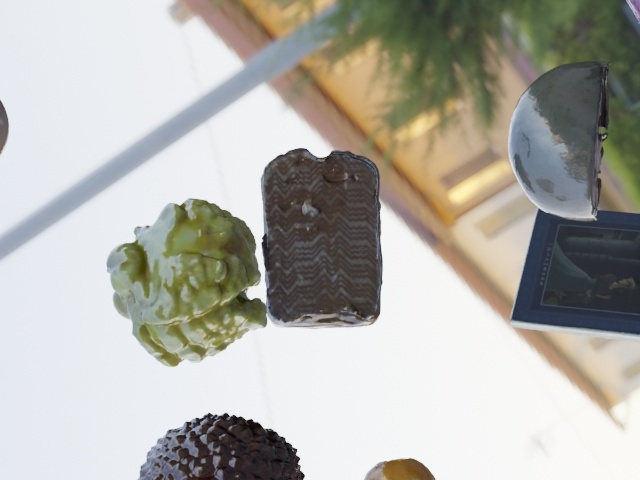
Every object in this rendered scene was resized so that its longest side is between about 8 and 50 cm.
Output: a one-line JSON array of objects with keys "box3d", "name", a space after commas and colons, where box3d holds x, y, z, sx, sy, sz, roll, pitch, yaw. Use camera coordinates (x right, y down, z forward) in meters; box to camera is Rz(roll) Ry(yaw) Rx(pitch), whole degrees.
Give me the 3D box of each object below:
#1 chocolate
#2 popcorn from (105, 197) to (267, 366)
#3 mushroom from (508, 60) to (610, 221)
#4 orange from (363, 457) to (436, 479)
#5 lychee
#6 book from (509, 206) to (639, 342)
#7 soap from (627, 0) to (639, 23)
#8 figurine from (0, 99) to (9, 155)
[{"box3d": [0.000, 0.000, 1.596, 0.093, 0.148, 0.214, 117, 153, -81], "name": "chocolate"}, {"box3d": [-0.192, 0.064, 1.953, 0.195, 0.255, 0.256, 40, -116, -67], "name": "popcorn"}, {"box3d": [0.267, -0.116, 1.450, 0.141, 0.117, 0.188, 90, -165, -60], "name": "mushroom"}, {"box3d": [0.084, 0.264, 1.384, 0.083, 0.083, 0.070, 34, -139, -60], "name": "orange"}, {"box3d": [-0.099, 0.261, 1.367, 0.188, 0.188, 0.188, 53, -166, -19], "name": "lychee"}, {"box3d": [0.399, 0.045, 1.719, 0.025, 0.269, 0.191, 64, -142, -52], "name": "book"}, {"box3d": [0.291, -0.301, 1.164, 0.203, 0.122, 0.065, 54, -165, -17], "name": "soap"}, {"box3d": [-0.417, -0.129, 1.494, 0.125, 0.125, 0.138, 50, -177, -28], "name": "figurine"}]
